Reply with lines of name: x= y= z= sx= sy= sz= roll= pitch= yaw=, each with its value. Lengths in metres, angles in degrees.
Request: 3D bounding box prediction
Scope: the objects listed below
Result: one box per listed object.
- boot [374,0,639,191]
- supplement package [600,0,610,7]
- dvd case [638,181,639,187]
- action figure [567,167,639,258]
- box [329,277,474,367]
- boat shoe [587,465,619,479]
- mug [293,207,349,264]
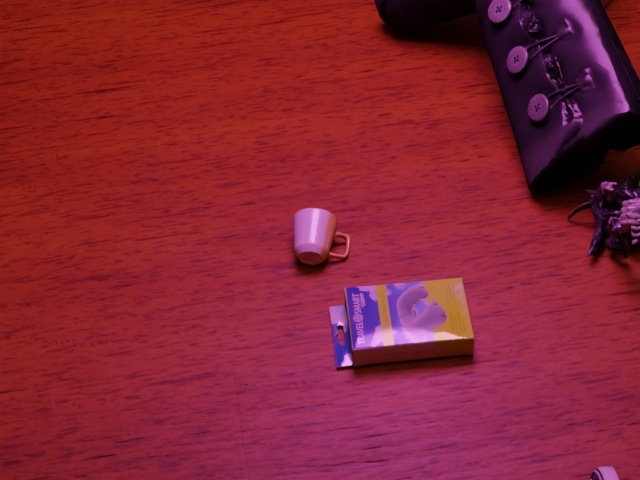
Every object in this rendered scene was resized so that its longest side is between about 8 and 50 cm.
boot: x=0.271 y=-0.269 z=1.993 sx=0.146 sy=0.367 sz=0.445 roll=-7 pitch=66 yaw=-37
supplement package: x=0.364 y=-0.465 z=2.150 sx=0.194 sy=0.203 sz=0.149 roll=28 pitch=55 yaw=25
dvd case: x=0.561 y=-0.039 z=1.874 sx=0.165 sy=0.018 sz=0.221 roll=-19 pitch=49 yaw=-13
action figure: x=0.454 y=-0.039 z=1.790 sx=0.276 sy=0.141 sz=0.164 roll=19 pitch=59 yaw=32
box: x=0.104 y=0.106 z=1.761 sx=0.178 sy=0.042 sz=0.109 roll=-5 pitch=47 yaw=-2
boat shoe: x=0.302 y=0.348 z=1.504 sx=0.070 sy=0.077 sz=0.219 roll=3 pitch=50 yaw=6
mug: x=-0.003 y=-0.002 z=1.857 sx=0.078 sy=0.062 sz=0.064 roll=-1 pitch=55 yaw=12
